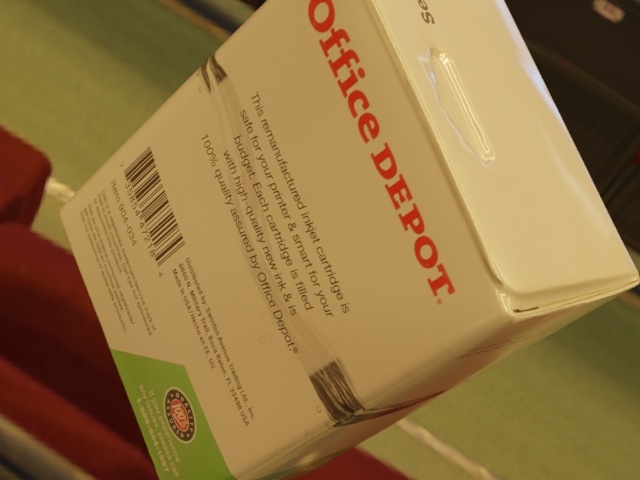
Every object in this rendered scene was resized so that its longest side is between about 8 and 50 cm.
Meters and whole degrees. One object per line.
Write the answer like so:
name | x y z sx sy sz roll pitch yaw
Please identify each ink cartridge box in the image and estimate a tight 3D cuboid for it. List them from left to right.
ink cartridge box | 0.000 0.000 0.667 0.114 0.273 0.198 -8 69 -45
